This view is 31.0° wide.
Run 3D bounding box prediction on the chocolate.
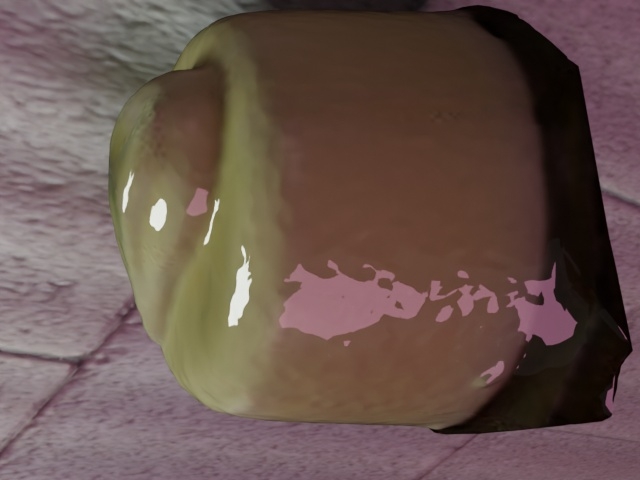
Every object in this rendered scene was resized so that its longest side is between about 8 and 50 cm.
[{"bbox_3d":[0.000,0.000,0.822,0.297,0.326,0.314,-10,177,-23],"label":"chocolate"}]
